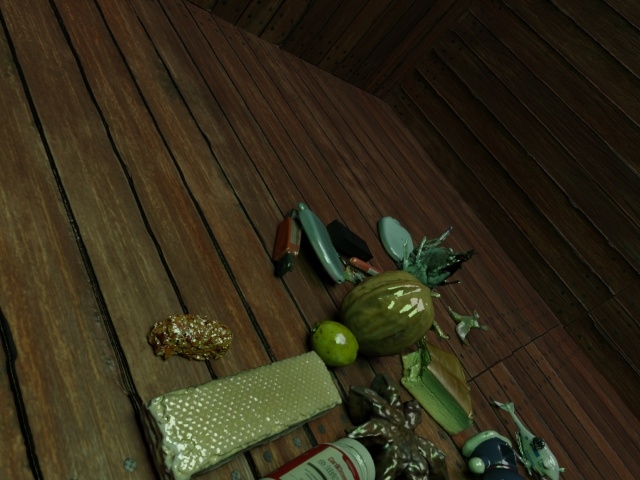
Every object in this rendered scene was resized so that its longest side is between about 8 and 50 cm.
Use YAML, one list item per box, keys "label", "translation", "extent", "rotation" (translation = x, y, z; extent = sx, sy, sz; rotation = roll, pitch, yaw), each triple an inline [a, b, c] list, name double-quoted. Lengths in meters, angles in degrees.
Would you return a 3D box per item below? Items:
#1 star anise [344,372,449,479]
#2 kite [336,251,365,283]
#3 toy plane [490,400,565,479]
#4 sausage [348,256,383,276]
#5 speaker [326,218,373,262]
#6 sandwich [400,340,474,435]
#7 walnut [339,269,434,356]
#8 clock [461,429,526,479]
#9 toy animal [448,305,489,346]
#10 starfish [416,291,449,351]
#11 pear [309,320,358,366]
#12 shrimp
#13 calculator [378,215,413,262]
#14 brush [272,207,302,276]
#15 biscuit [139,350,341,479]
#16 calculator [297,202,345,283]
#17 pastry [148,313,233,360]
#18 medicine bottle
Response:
- label: "star anise"
  translation: [0.178, 0.454, 1.065]
  extent: [0.315, 0.108, 0.315]
  rotation: [27, 30, -17]
- label: "kite"
  translation: [0.075, 0.069, 1.533]
  extent: [0.244, 0.006, 0.198]
  rotation: [49, 29, 5]
- label: "toy plane"
  translation: [0.670, 0.637, 1.488]
  extent: [0.182, 0.107, 0.273]
  rotation: [38, 25, -24]
- label: "sausage"
  translation: [0.183, 0.108, 1.587]
  extent: [0.253, 0.034, 0.034]
  rotation: [27, 33, -35]
- label: "speaker"
  translation: [0.101, 0.007, 1.553]
  extent: [0.218, 0.044, 0.082]
  rotation: [31, 29, -54]
- label: "sandwich"
  translation: [0.326, 0.415, 1.314]
  extent: [0.186, 0.108, 0.220]
  rotation: [27, 36, -30]
- label: "walnut"
  translation: [0.178, 0.194, 1.246]
  extent: [0.225, 0.261, 0.225]
  rotation: [53, 12, -16]
- label: "clock"
  translation: [0.458, 0.622, 1.191]
  extent: [0.200, 0.146, 0.243]
  rotation: [40, 21, -20]
- label: "toy animal"
  translation: [0.571, 0.302, 1.798]
  extent: [0.155, 0.095, 0.219]
  rotation: [57, 29, 12]
- label: "starfish"
  translation: [0.315, 0.246, 1.446]
  extent: [0.062, 0.235, 0.277]
  rotation: [-5, 28, -17]
- label: "pear"
  translation: [0.031, 0.254, 1.140]
  extent: [0.131, 0.107, 0.107]
  rotation: [30, 30, -5]
- label: "shrimp"
  translation: [0.277, 0.087, 1.363]
  extent: [0.221, 0.411, 0.166]
  rotation: [31, 37, -32]
- label: "calculator"
  translation: [0.313, -0.009, 1.911]
  extent: [0.184, 0.042, 0.295]
  rotation: [34, 32, -21]
- label: "brush"
  translation: [-0.095, -0.009, 1.349]
  extent: [0.051, 0.070, 0.323]
  rotation: [36, 27, -19]
- label: "biscuit"
  translation: [-0.124, 0.316, 0.875]
  extent: [0.426, 0.078, 0.144]
  rotation: [1, 52, -51]
- label: "calculator"
  translation: [0.000, 0.000, 1.410]
  extent: [0.185, 0.041, 0.298]
  rotation: [45, 18, -59]
- label: "pastry"
  translation: [-0.244, 0.183, 0.904]
  extent: [0.169, 0.063, 0.087]
  rotation: [16, 43, -44]
- label: "medicine bottle"
  translation: [-0.012, 0.439, 0.807]
  extent: [0.250, 0.131, 0.131]
  rotation: [-1, 53, -53]
